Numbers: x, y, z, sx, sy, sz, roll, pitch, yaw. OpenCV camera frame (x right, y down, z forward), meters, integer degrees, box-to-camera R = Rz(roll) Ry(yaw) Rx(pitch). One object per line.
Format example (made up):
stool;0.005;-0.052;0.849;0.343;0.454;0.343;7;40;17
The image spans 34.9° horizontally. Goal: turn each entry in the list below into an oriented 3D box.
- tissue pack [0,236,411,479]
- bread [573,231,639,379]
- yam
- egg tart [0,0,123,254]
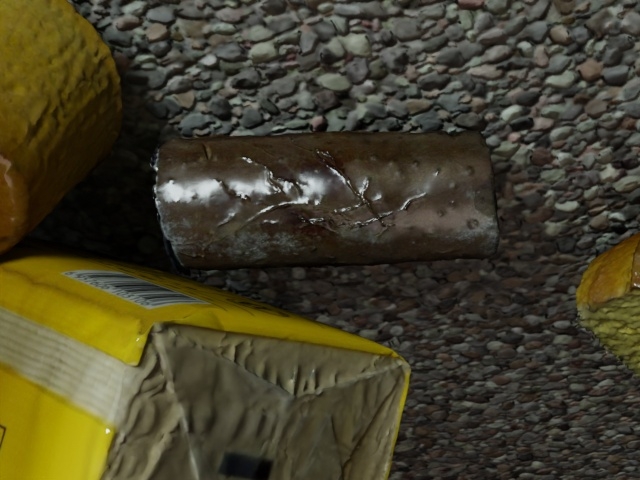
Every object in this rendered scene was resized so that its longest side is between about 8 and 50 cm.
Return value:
tissue pack;-0.170;0.132;0.822;0.382;0.228;0.293;15;-179;43
bread;0.347;0.061;0.985;0.129;0.134;0.260;-19;135;38
yam;0.005;-0.034;0.864;0.280;0.131;0.131;-2;142;2
egg tart;-0.264;-0.091;0.747;0.215;0.171;0.215;5;129;6
